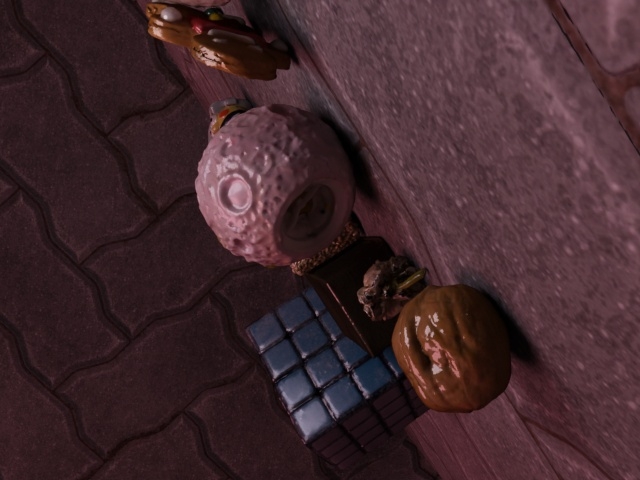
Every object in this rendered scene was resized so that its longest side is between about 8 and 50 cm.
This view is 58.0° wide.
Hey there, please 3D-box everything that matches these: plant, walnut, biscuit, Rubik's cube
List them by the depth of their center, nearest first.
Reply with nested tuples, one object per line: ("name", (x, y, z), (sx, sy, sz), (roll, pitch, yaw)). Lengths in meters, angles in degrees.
("walnut", (0.170, 0.136, 0.738), (0.166, 0.149, 0.167), (20, 114, 54))
("biscuit", (-0.146, -0.308, 0.862), (0.340, 0.215, 0.047), (-119, 42, -57))
("plant", (0.127, 0.080, 0.947), (0.104, 0.116, 0.122), (45, 155, -11))
("biscuit", (0.000, 0.000, 1.191), (0.070, 0.168, 0.082), (50, -175, -42))
("Rubik's cube", (0.066, 0.318, 1.454), (0.337, 0.344, 0.344), (52, 173, 34))

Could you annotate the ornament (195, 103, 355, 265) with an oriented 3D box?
("ornament", (-0.074, -0.091, 0.934), (0.225, 0.259, 0.259), (41, 165, 36))

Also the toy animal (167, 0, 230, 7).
("toy animal", (-0.253, -0.457, 0.777), (0.358, 0.188, 0.226), (51, 172, -18))

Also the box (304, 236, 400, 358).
("box", (0.085, 0.104, 1.178), (0.184, 0.143, 0.273), (58, 172, -6))

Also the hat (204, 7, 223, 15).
("hat", (-0.221, -0.441, 1.208), (0.076, 0.059, 0.077), (56, 170, -32))

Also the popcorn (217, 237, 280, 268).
("popcorn", (-0.193, -0.052, 1.884), (0.321, 0.289, 0.326), (-131, 29, -61))

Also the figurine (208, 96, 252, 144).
("figurine", (-0.210, -0.272, 1.508), (0.236, 0.132, 0.176), (44, 132, 44))
